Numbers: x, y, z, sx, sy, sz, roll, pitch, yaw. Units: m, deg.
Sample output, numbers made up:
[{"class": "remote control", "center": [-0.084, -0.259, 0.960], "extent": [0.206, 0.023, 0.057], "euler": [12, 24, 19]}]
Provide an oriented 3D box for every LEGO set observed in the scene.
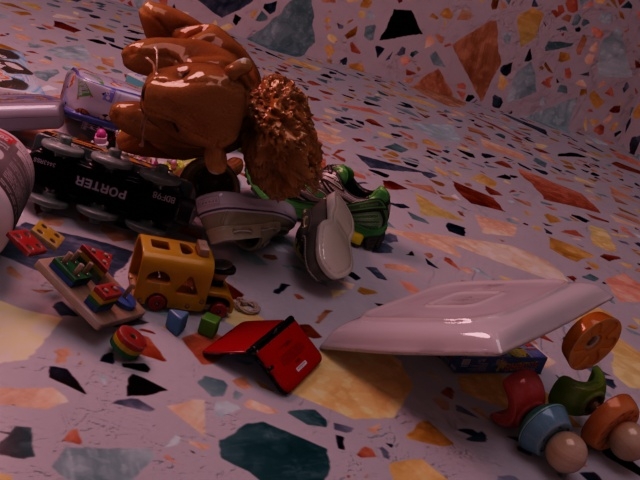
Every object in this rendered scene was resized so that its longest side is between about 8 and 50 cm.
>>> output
[{"class": "LEGO set", "center": [-0.319, -0.190, 1.837], "extent": [0.286, 0.107, 0.132], "euler": [-2, 41, -15]}]

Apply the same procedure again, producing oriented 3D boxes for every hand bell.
[{"class": "hand bell", "center": [-0.199, -0.135, 1.867], "extent": [0.126, 0.126, 0.242], "euler": [20, 18, 3]}]

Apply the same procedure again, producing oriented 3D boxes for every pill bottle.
[{"class": "pill bottle", "center": [-0.527, -0.057, 1.340], "extent": [0.161, 0.161, 0.283], "euler": [13, 22, -14]}]

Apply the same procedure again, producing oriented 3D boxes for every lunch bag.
[{"class": "lunch bag", "center": [-0.451, -0.298, 2.008], "extent": [0.243, 0.115, 0.303], "euler": [16, 9, -22]}]

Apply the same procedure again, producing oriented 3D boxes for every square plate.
[{"class": "square plate", "center": [0.229, 0.113, 1.434], "extent": [0.347, 0.049, 0.344], "euler": [-4, 9, 44]}]

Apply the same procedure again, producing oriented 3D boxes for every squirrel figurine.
[{"class": "squirrel figurine", "center": [-0.158, -0.230, 1.558], "extent": [0.396, 0.281, 0.370], "euler": [17, 5, -18]}]

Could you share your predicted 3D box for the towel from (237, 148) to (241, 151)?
[{"class": "towel", "center": [-0.084, -0.191, 2.232], "extent": [0.237, 0.021, 0.102], "euler": [27, 24, 21]}]

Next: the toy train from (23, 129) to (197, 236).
[{"class": "toy train", "center": [-0.381, -0.107, 1.636], "extent": [0.333, 0.142, 0.190], "euler": [17, 12, -6]}]

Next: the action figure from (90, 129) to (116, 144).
[{"class": "action figure", "center": [-0.476, -0.220, 1.973], "extent": [0.038, 0.030, 0.115], "euler": [22, 23, -5]}]

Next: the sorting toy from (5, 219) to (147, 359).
[{"class": "sorting toy", "center": [-0.326, 0.053, 1.302], "extent": [0.274, 0.046, 0.132], "euler": [43, 14, 11]}]

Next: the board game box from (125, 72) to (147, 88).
[{"class": "board game box", "center": [-0.303, -0.343, 2.344], "extent": [0.336, 0.079, 0.253], "euler": [27, 23, 22]}]

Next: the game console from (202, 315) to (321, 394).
[{"class": "game console", "center": [-0.084, 0.172, 1.351], "extent": [0.124, 0.085, 0.144], "euler": [53, 26, 1]}]

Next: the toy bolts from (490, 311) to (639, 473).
[{"class": "toy bolts", "center": [0.394, 0.245, 1.346], "extent": [0.228, 0.218, 0.158], "euler": [-14, 41, -25]}]

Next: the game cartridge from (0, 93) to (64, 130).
[{"class": "game cartridge", "center": [-0.611, -0.254, 1.774], "extent": [0.198, 0.062, 0.297], "euler": [-10, 16, -24]}]

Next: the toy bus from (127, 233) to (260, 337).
[{"class": "toy bus", "center": [-0.203, 0.051, 1.423], "extent": [0.190, 0.104, 0.202], "euler": [27, 23, 19]}]

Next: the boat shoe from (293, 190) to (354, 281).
[{"class": "boat shoe", "center": [0.002, 0.004, 1.731], "extent": [0.109, 0.091, 0.305], "euler": [57, 18, -19]}]

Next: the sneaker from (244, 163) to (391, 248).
[{"class": "sneaker", "center": [-0.003, -0.115, 1.940], "extent": [0.343, 0.146, 0.134], "euler": [22, 21, 11]}]

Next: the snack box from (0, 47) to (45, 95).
[{"class": "snack box", "center": [-0.757, -0.377, 2.077], "extent": [0.187, 0.060, 0.322], "euler": [5, 25, -31]}]

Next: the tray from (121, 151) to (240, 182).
[{"class": "tray", "center": [-0.306, -0.156, 1.950], "extent": [0.270, 0.030, 0.145], "euler": [17, 22, -5]}]

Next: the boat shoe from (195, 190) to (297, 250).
[{"class": "boat shoe", "center": [-0.137, -0.027, 1.692], "extent": [0.109, 0.094, 0.302], "euler": [-11, -8, 27]}]

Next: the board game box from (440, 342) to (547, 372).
[{"class": "board game box", "center": [0.284, 0.183, 1.599], "extent": [0.201, 0.035, 0.136], "euler": [5, 25, -31]}]
